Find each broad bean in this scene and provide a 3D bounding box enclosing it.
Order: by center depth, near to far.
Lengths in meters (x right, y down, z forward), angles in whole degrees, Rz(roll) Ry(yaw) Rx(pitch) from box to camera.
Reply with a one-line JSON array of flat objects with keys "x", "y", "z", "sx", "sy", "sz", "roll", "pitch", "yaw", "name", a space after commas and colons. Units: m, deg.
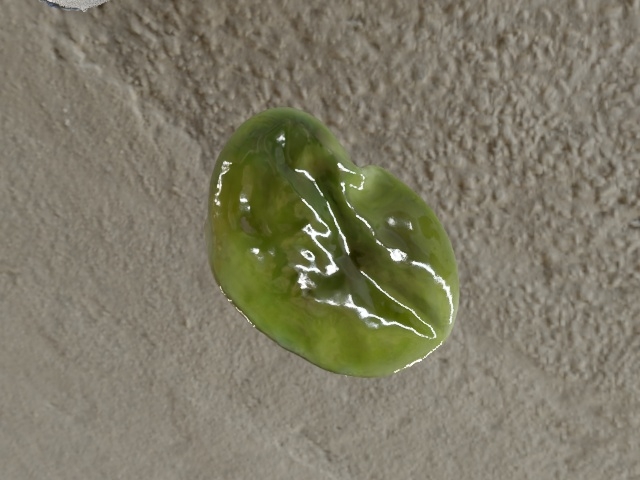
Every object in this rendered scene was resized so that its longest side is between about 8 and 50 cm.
[{"x": 0.001, "y": 0.001, "z": 0.540, "sx": 0.153, "sy": 0.206, "sz": 0.072, "roll": -32, "pitch": 158, "yaw": -5, "name": "broad bean"}]

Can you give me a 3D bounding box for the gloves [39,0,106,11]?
[{"x": -0.167, "y": -0.147, "z": 0.315, "sx": 0.229, "sy": 0.119, "sz": 0.097, "roll": 13, "pitch": 103, "yaw": 29, "name": "gloves"}]
